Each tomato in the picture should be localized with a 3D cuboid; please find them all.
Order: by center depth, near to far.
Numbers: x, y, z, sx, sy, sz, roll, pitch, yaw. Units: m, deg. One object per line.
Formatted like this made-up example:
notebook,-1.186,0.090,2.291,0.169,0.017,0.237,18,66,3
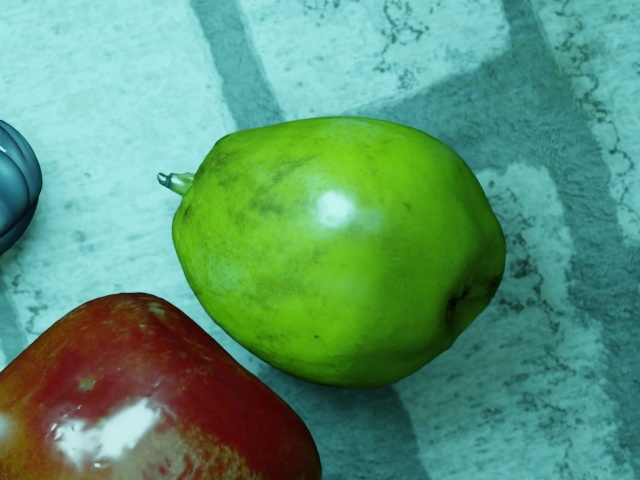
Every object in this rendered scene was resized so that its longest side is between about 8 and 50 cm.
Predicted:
tomato,-0.173,0.209,1.535,0.293,0.290,0.325,-35,48,-13

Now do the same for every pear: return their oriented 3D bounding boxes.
pear,0.000,0.000,1.644,0.375,0.287,0.287,21,76,11

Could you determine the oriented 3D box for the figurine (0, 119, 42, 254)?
figurine,-0.411,-0.084,1.614,0.265,0.197,0.175,37,75,18
